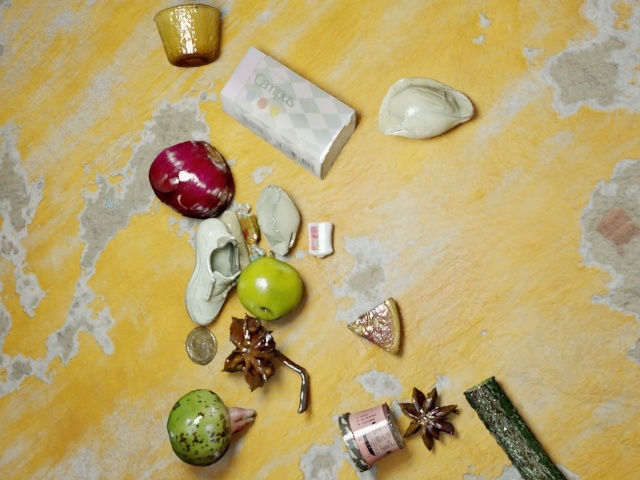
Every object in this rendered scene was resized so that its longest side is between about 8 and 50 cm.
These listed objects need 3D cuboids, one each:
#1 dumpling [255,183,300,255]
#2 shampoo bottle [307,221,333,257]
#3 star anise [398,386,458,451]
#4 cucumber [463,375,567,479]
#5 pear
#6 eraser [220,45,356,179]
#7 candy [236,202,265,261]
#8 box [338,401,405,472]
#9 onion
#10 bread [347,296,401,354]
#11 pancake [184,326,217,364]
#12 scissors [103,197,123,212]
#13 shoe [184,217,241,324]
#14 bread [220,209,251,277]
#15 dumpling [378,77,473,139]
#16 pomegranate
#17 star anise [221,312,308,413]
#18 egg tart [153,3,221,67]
[{"bbox_3d":[-0.135,-0.057,1.800,0.155,0.111,0.181,6,75,52],"label":"dumpling"},{"bbox_3d":[0.000,0.000,1.772,0.072,0.043,0.099,-2,84,19],"label":"shampoo bottle"},{"bbox_3d":[0.272,0.455,1.626,0.167,0.057,0.168,-2,84,18],"label":"star anise"},{"bbox_3d":[0.487,0.503,1.534,0.096,0.096,0.360,-36,77,13],"label":"cucumber"},{"bbox_3d":[-0.136,0.116,1.757,0.180,0.216,0.166,13,130,-4],"label":"pear"},{"bbox_3d":[-0.100,-0.371,1.822,0.396,0.082,0.213,36,96,19],"label":"eraser"},{"bbox_3d":[-0.202,-0.025,1.845,0.053,0.046,0.182,-22,73,19],"label":"candy"},{"bbox_3d":[0.135,0.498,1.626,0.135,0.151,0.151,-25,77,7],"label":"box"},{"bbox_3d":[-0.370,-0.167,1.831,0.216,0.206,0.207,-44,73,11],"label":"onion"},{"bbox_3d":[0.163,0.213,1.690,0.154,0.054,0.136,25,94,14],"label":"bread"},{"bbox_3d":[-0.357,0.313,1.883,0.114,0.011,0.115,-3,82,20],"label":"pancake"},{"bbox_3d":[-0.665,-0.108,2.033,0.083,0.006,0.036,31,97,19],"label":"scissors"},{"bbox_3d":[-0.287,0.105,1.772,0.159,0.124,0.317,22,111,48],"label":"shoe"},{"bbox_3d":[-0.257,0.012,1.856,0.073,0.053,0.215,-21,79,20],"label":"bread"},{"bbox_3d":[0.272,-0.361,1.678,0.251,0.131,0.180,-9,58,9],"label":"dumpling"},{"bbox_3d":[-0.301,0.512,1.764,0.247,0.214,0.215,-11,79,-21],"label":"pomegranate"},{"bbox_3d":[-0.158,0.340,1.749,0.346,0.148,0.237,43,121,15],"label":"star anise"},{"bbox_3d":[-0.388,-0.609,1.894,0.202,0.202,0.147,-8,91,18],"label":"egg tart"}]
